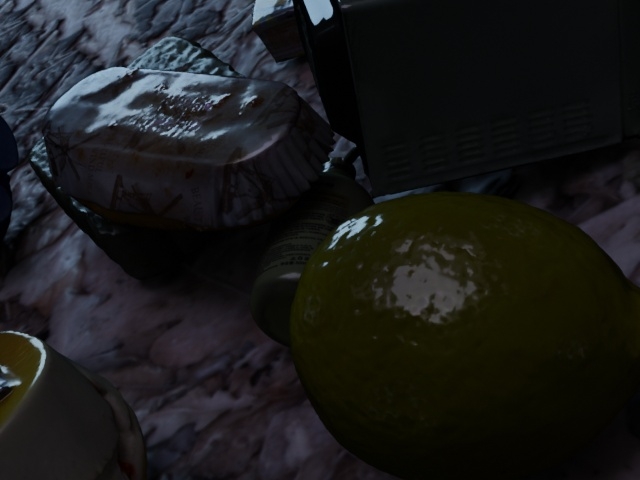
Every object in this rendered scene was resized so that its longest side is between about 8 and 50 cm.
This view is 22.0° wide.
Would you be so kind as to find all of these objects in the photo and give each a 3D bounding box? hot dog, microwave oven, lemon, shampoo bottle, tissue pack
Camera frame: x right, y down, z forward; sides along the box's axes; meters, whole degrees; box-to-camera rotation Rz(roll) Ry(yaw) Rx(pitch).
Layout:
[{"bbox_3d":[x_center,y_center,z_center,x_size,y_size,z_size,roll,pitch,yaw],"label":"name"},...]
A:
[{"bbox_3d":[-0.109,-0.068,1.247,0.268,0.075,0.144,17,60,41],"label":"hot dog"},{"bbox_3d":[0.099,-0.187,1.250,0.237,0.181,0.295,-14,37,-3],"label":"microwave oven"},{"bbox_3d":[0.089,0.060,0.993,0.248,0.184,0.184,2,47,26],"label":"lemon"},{"bbox_3d":[0.000,0.000,1.215,0.079,0.079,0.162,-13,40,25],"label":"shampoo bottle"},{"bbox_3d":[0.019,-0.226,1.480,0.148,0.060,0.109,-16,40,20],"label":"tissue pack"}]

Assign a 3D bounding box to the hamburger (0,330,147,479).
[{"bbox_3d":[-0.262,0.192,1.136,0.295,0.151,0.227,-35,30,5],"label":"hamburger"}]

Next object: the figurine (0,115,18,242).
[{"bbox_3d":[-0.357,-0.025,1.495,0.262,0.120,0.164,-5,54,52],"label":"figurine"}]

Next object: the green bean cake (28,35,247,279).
[{"bbox_3d":[-0.130,-0.068,1.379,0.183,0.094,0.185,-40,37,-10],"label":"green bean cake"}]
